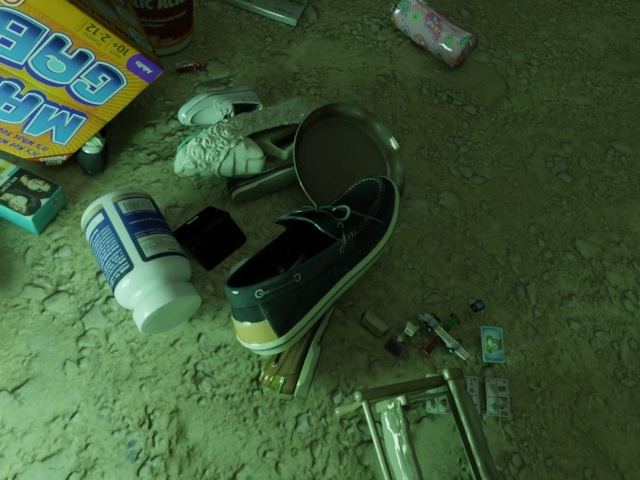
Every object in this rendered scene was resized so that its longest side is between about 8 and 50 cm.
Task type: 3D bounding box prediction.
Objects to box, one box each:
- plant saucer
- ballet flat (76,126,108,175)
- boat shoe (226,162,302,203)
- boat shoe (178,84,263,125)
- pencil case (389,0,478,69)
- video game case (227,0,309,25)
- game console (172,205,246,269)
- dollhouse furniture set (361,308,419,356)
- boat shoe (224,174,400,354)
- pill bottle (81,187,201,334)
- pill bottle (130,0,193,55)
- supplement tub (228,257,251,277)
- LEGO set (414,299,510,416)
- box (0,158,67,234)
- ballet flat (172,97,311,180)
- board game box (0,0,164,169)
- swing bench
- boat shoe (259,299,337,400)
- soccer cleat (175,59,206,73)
[{"bbox_3d":[0.068,-0.180,1.279,0.311,0.050,0.310,7,74,-26],"label":"plant saucer"},{"bbox_3d":[-0.530,-0.247,1.227,0.074,0.074,0.203,-2,59,-14],"label":"ballet flat"},{"bbox_3d":[-0.126,-0.154,1.257,0.206,0.075,0.065,-23,66,-19],"label":"boat shoe"},{"bbox_3d":[-0.246,-0.335,1.339,0.226,0.083,0.076,-31,68,-29],"label":"boat shoe"},{"bbox_3d":[0.355,-0.667,1.668,0.284,0.124,0.124,44,59,15],"label":"pencil case"},{"bbox_3d":[-0.154,-0.781,1.682,0.227,0.026,0.206,18,56,0],"label":"video game case"},{"bbox_3d":[-0.248,-0.008,1.173,0.107,0.071,0.122,20,49,37],"label":"game console"},{"bbox_3d":[0.155,0.165,1.120,0.114,0.091,0.081,37,42,15],"label":"dollhouse furniture set"},{"bbox_3d":[0.000,0.000,1.041,0.187,0.156,0.500,5,40,44],"label":"boat shoe"},{"bbox_3d":[-0.347,0.040,1.034,0.153,0.153,0.264,-24,66,-25],"label":"pill bottle"},{"bbox_3d":[-0.437,-0.696,1.341,0.224,0.392,0.224,6,57,-9],"label":"pill bottle"},{"bbox_3d":[-0.136,0.096,1.096,0.071,0.071,0.107,-28,67,-26],"label":"supplement tub"},{"bbox_3d":[0.300,0.245,1.125,0.182,0.060,0.244,6,69,-9],"label":"LEGO set"},{"bbox_3d":[-0.675,-0.111,1.112,0.244,0.060,0.100,24,56,3],"label":"box"},{"bbox_3d":[-0.143,-0.229,1.231,0.147,0.147,0.409,43,50,15],"label":"ballet flat"},{"bbox_3d":[-0.616,-0.433,1.070,0.356,0.356,0.356,-36,65,14],"label":"board game box"},{"bbox_3d":[0.191,0.374,0.921,0.255,0.165,0.253,-9,66,-18],"label":"swing bench"},{"bbox_3d":[-0.032,0.157,1.056,0.104,0.110,0.307,17,52,4],"label":"boat shoe"},{"bbox_3d":[-0.355,-0.478,1.440,0.083,0.029,0.035,-17,67,-17],"label":"soccer cleat"}]
